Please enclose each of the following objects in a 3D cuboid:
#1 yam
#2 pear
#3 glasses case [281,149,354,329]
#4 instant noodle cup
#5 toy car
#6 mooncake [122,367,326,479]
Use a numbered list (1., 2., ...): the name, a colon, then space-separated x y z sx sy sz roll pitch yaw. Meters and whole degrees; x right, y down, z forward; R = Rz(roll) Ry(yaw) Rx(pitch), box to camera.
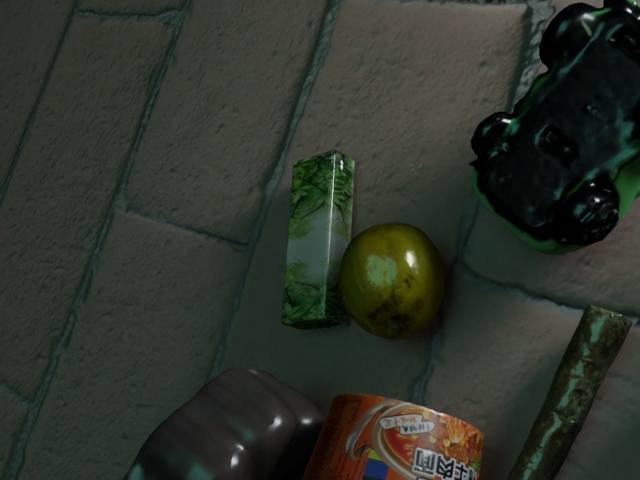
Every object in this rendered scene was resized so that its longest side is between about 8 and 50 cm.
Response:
1. yam: 0.294 0.209 1.054 0.061 0.061 0.274 25 90 41
2. pear: 0.099 0.054 1.209 0.149 0.149 0.162 -23 55 29
3. glasses case: 0.000 0.000 1.362 0.095 0.062 0.272 -12 65 40
4. instant noodle cup: 0.083 0.309 1.071 0.250 0.250 0.192 0 65 38
5. toy car: 0.360 -0.150 1.075 0.359 0.176 0.213 -54 52 16
6. mooncake: -0.121 0.331 1.185 0.154 0.306 0.306 27 90 36
